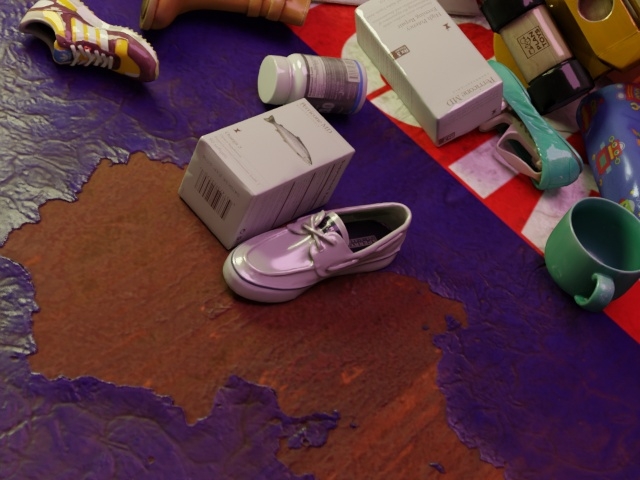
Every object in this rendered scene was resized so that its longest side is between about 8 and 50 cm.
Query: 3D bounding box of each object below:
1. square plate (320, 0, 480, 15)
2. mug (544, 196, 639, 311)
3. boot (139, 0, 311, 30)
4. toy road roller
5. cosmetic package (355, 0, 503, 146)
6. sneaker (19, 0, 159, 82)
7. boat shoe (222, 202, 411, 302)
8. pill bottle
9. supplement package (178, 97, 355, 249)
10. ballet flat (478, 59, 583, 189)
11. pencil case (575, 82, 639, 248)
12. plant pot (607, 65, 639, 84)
[{"bbox_3d":[0.071,-0.516,1.890,0.347,0.049,0.344,-1,52,-28],"label":"square plate"},{"bbox_3d":[0.359,0.026,1.516,0.157,0.097,0.129,-30,69,-40],"label":"mug"},{"bbox_3d":[-0.127,-0.349,1.616,0.220,0.109,0.283,27,37,-8],"label":"boot"},{"bbox_3d":[0.422,-0.343,1.734,0.203,0.329,0.240,62,20,6],"label":"toy road roller"},{"bbox_3d":[0.156,-0.262,1.654,0.117,0.085,0.231,-30,63,-10],"label":"cosmetic package"},{"bbox_3d":[-0.297,-0.245,1.454,0.185,0.070,0.084,31,53,10],"label":"sneaker"},{"bbox_3d":[0.000,0.000,1.365,0.258,0.084,0.095,-18,62,-38],"label":"boat shoe"},{"bbox_3d":[-0.011,-0.216,1.558,0.137,0.078,0.078,2,51,-26],"label":"pill bottle"},{"bbox_3d":[-0.066,-0.085,1.393,0.179,0.105,0.105,-28,67,-41],"label":"supplement package"},{"bbox_3d":[0.284,-0.171,1.672,0.087,0.083,0.247,-24,61,-19],"label":"ballet flat"},{"bbox_3d":[0.468,-0.099,1.671,0.133,0.119,0.306,20,44,-26],"label":"pencil case"},{"bbox_3d":[0.569,-0.373,1.879,0.290,0.203,0.291,22,47,-25],"label":"plant pot"}]
